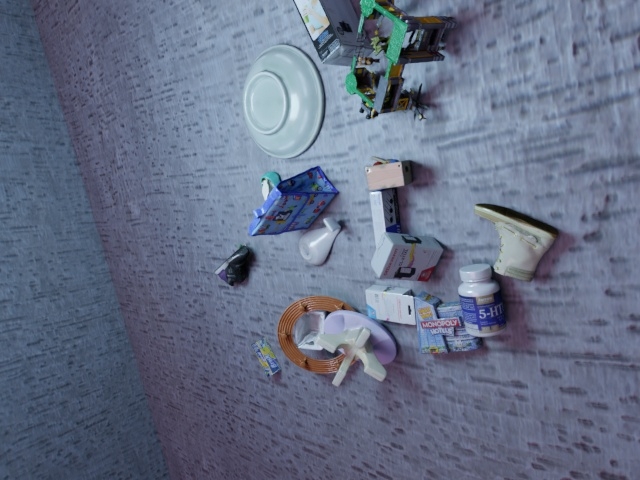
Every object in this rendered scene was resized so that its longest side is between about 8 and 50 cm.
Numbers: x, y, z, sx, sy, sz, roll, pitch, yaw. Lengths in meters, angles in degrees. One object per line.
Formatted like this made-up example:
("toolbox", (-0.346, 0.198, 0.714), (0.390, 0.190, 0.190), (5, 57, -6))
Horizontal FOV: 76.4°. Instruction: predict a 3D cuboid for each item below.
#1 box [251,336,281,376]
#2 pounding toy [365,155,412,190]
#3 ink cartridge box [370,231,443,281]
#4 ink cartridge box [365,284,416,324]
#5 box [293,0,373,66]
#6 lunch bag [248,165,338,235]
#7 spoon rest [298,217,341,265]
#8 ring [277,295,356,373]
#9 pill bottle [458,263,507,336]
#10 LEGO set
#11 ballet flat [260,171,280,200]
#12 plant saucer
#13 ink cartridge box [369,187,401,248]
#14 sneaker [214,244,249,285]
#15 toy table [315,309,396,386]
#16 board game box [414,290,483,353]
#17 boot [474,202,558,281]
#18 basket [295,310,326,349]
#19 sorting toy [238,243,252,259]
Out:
("box", (-0.253, 0.542, 1.892), (0.054, 0.059, 0.168), (-33, 82, 42))
("pounding toy", (0.203, -0.214, 1.241), (0.130, 0.141, 0.100), (-5, 101, 26))
("ink cartridge box", (0.258, 0.052, 1.230), (0.072, 0.175, 0.127), (-114, 35, -54))
("ink cartridge box", (0.247, 0.215, 1.370), (0.182, 0.062, 0.104), (3, 106, 40))
("box", (0.025, -0.672, 1.209), (0.087, 0.169, 0.289), (-26, 88, 44))
("lunch bag", (-0.120, -0.126, 1.414), (0.138, 0.293, 0.221), (54, 130, 14))
("spoon rest", (0.000, 0.000, 1.513), (0.137, 0.084, 0.276), (58, 144, 12))
("ring", (0.001, 0.362, 1.527), (0.338, 0.032, 0.335), (2, 108, 5))
("pill bottle", (0.452, 0.166, 1.150), (0.112, 0.112, 0.186), (-8, 99, 41))
("LEGO set", (0.221, -0.509, 1.120), (0.255, 0.192, 0.331), (50, 146, 41))
("ballet flat", (-0.186, -0.147, 1.601), (0.083, 0.087, 0.247), (-8, 99, 41))
("plant saucer", (-0.169, -0.494, 1.471), (0.401, 0.101, 0.399), (14, 112, 36))
("ink cartridge box", (0.211, -0.059, 1.291), (0.046, 0.097, 0.206), (1, 105, 40))
("sneaker", (-0.368, 0.120, 1.840), (0.124, 0.107, 0.283), (48, 140, -6))
("toy table", (0.123, 0.366, 1.396), (0.275, 0.161, 0.251), (18, 113, 10))
("board game box", (0.379, 0.252, 1.274), (0.194, 0.060, 0.193), (-17, 93, 42))
("boot", (0.492, 0.003, 1.092), (0.213, 0.077, 0.164), (29, 122, 27))
("basket", (-0.035, 0.327, 1.591), (0.114, 0.103, 0.167), (4, 108, 6))
("sorting toy", (-0.342, 0.041, 1.840), (0.083, 0.012, 0.062), (50, 134, 12))
